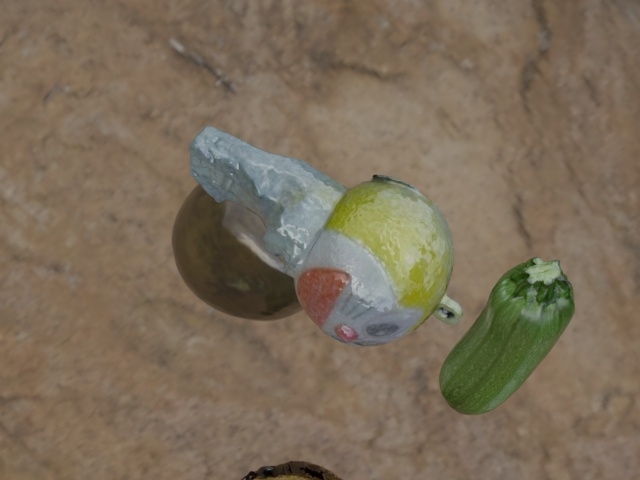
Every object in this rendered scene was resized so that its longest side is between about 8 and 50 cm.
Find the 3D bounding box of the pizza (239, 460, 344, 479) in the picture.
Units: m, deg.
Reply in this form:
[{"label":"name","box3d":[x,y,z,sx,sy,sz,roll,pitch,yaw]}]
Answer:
[{"label":"pizza","box3d":[-0.061,0.322,1.436,0.074,0.251,0.287,48,50,-12]}]

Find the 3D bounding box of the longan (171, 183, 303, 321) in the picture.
[{"label":"longan","box3d":[-0.060,0.001,1.460,0.167,0.187,0.167,-12,108,-39]}]

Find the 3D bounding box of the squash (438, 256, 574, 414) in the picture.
[{"label":"squash","box3d":[0.163,0.085,1.255,0.077,0.219,0.068,5,54,-13]}]

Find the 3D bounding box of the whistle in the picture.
[{"label":"whistle","box3d":[0.000,0.000,1.000,0.223,0.123,0.123,31,51,2]}]
